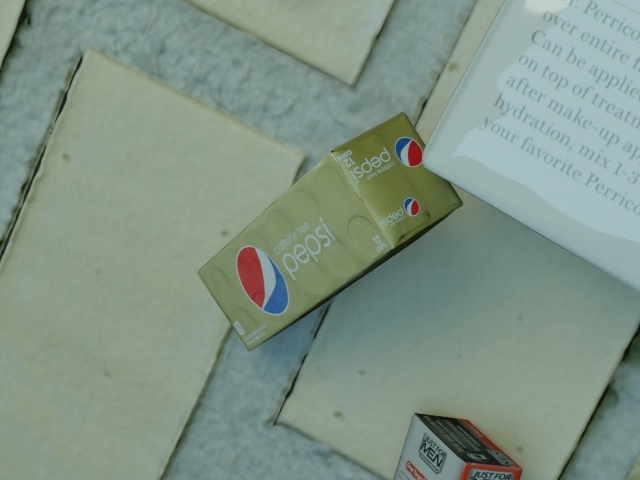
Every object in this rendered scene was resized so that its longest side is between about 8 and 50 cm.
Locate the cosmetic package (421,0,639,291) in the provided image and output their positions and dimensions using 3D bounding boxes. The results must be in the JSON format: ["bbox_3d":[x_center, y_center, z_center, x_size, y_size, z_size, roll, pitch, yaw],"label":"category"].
[{"bbox_3d":[0.264,-0.181,0.617,0.230,0.161,0.453,32,105,12],"label":"cosmetic package"}]

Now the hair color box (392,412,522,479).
[{"bbox_3d":[0.067,0.183,0.766,0.043,0.072,0.141,10,104,-25],"label":"hair color box"}]

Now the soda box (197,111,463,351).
[{"bbox_3d":[0.000,0.000,0.726,0.061,0.058,0.181,57,145,3],"label":"soda box"}]
